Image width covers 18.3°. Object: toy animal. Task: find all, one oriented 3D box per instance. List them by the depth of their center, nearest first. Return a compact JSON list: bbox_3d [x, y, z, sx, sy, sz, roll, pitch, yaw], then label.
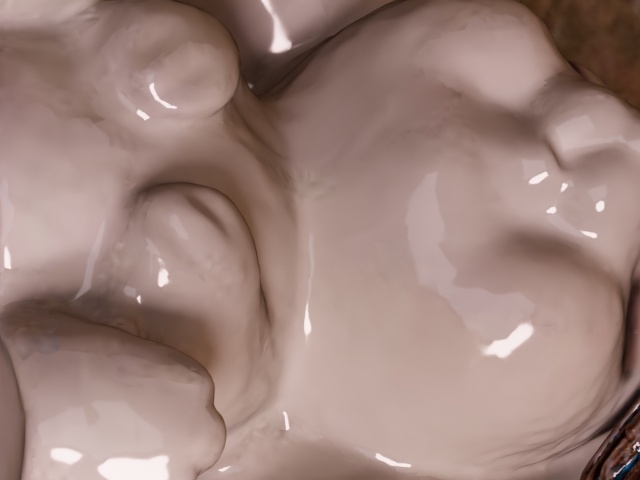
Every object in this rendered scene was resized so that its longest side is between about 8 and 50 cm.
[{"bbox_3d":[0.000,0.000,0.653,0.265,0.206,0.272,0,66,-27],"label":"toy animal"}]

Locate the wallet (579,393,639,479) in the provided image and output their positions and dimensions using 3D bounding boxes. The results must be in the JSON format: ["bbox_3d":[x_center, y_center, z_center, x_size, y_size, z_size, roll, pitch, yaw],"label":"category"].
[{"bbox_3d":[0.192,0.081,0.684,0.124,0.230,0.042,-53,38,7],"label":"wallet"}]
